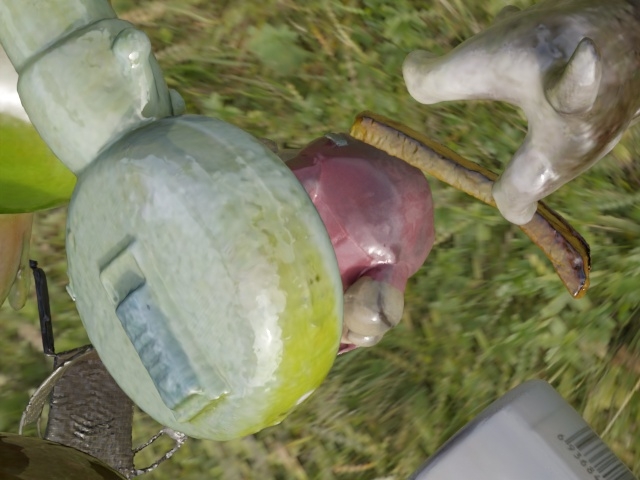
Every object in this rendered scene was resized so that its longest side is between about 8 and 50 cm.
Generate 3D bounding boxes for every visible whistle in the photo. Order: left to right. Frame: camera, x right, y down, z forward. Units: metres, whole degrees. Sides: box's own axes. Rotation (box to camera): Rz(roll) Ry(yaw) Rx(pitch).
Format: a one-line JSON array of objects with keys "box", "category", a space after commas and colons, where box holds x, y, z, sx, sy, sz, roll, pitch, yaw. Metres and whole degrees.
[{"box": [-0.065, -0.027, 0.591, 0.198, 0.057, 0.104, 59, 141, 4], "category": "whistle"}]

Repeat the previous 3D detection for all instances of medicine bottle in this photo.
[{"box": [0.221, 0.304, 1.563, 0.208, 0.208, 0.339, -44, 77, 8], "category": "medicine bottle"}]

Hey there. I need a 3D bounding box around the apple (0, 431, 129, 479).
[{"box": [-0.205, 0.233, 1.107, 0.234, 0.257, 0.256, -22, 86, 14], "category": "apple"}]

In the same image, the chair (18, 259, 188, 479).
[{"box": [-0.180, 0.108, 1.620, 0.149, 0.174, 0.213, -12, 72, 51], "category": "chair"}]

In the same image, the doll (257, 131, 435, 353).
[{"box": [-0.004, 0.000, 1.537, 0.152, 0.256, 0.196, -8, 88, -15], "category": "doll"}]

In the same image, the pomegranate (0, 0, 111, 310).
[{"box": [-0.273, -0.117, 1.302, 0.216, 0.310, 0.358, 7, 109, -21], "category": "pomegranate"}]

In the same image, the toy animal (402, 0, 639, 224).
[{"box": [0.159, -0.114, 1.017, 0.121, 0.233, 0.169, 55, 142, -3], "category": "toy animal"}]

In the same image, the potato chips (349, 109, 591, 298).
[{"box": [0.094, -0.032, 1.157, 0.204, 0.026, 0.037, 36, 107, 29], "category": "potato chips"}]
